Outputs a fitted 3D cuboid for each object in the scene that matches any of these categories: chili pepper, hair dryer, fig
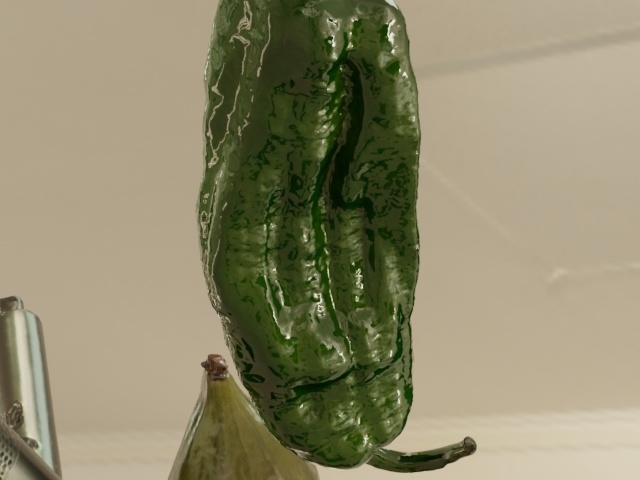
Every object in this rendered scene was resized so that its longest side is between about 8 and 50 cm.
[{"bbox_3d":[0.002,-0.004,0.617,0.100,0.074,0.257,-16,-50,-15],"label":"chili pepper"},{"bbox_3d":[-0.185,0.186,1.287,0.156,0.284,0.320,-15,-55,17],"label":"hair dryer"},{"bbox_3d":[-0.076,0.191,1.244,0.133,0.126,0.185,4,-41,35],"label":"fig"}]
